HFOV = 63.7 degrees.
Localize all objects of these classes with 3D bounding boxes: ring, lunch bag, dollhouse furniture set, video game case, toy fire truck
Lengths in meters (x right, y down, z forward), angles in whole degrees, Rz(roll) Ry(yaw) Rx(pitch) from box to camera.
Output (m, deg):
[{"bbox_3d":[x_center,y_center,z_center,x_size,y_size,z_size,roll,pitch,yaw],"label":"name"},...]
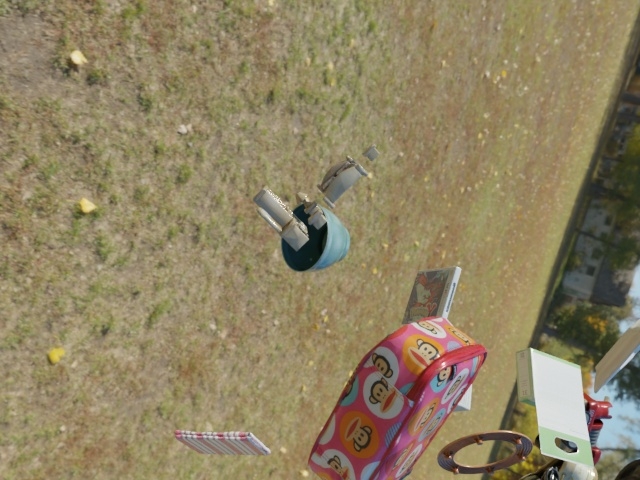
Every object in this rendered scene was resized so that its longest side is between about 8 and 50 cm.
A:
[{"bbox_3d":[0.580,0.760,1.814,0.032,0.336,0.337,-94,176,-47],"label":"ring"},{"bbox_3d":[0.132,0.261,0.815,0.258,0.120,0.293,3,119,-54],"label":"lunch bag"},{"bbox_3d":[-0.002,-0.177,1.416,0.355,0.174,0.303,-44,-170,6],"label":"dollhouse furniture set"},{"bbox_3d":[0.322,0.170,1.516,0.201,0.023,0.184,-18,-132,67],"label":"video game case"},{"bbox_3d":[0.752,0.527,1.458,0.158,0.246,0.217,-128,-136,-72],"label":"toy fire truck"}]

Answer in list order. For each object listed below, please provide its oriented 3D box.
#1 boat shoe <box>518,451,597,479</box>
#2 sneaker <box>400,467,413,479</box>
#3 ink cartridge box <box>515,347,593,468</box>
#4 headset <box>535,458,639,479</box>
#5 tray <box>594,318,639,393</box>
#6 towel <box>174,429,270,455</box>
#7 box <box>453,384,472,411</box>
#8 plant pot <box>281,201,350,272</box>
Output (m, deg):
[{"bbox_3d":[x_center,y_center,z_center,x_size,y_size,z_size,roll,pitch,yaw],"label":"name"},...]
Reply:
[{"bbox_3d":[0.527,0.616,1.258,0.302,0.098,0.109,-56,-179,32],"label":"boat shoe"},{"bbox_3d":[0.170,0.458,1.101,0.071,0.066,0.189,17,110,-24],"label":"sneaker"},{"bbox_3d":[0.534,0.383,1.182,0.056,0.171,0.235,-39,-144,52],"label":"ink cartridge box"},{"bbox_3d":[0.548,0.436,0.825,0.243,0.394,0.185,51,38,-20],"label":"headset"},{"bbox_3d":[0.554,0.175,0.906,0.270,0.030,0.145,-6,128,-47],"label":"tray"},{"bbox_3d":[-0.229,0.475,1.217,0.144,0.196,0.029,71,20,-53],"label":"towel"},{"bbox_3d":[0.393,0.461,1.690,0.181,0.119,0.182,-36,-148,53],"label":"box"},{"bbox_3d":[0.000,0.000,2.176,0.196,0.293,0.293,12,97,-41],"label":"plant pot"}]
